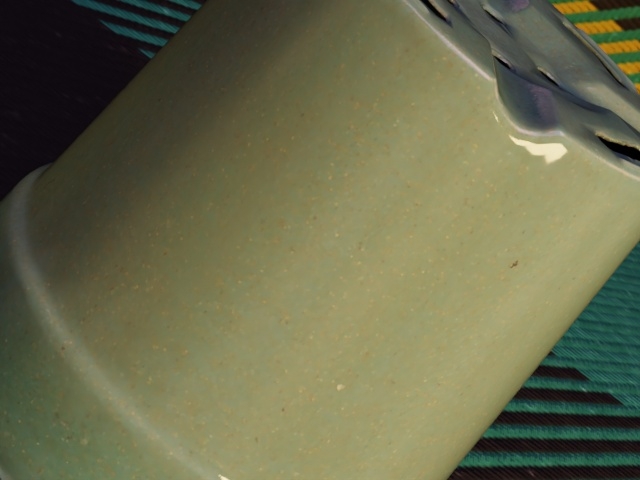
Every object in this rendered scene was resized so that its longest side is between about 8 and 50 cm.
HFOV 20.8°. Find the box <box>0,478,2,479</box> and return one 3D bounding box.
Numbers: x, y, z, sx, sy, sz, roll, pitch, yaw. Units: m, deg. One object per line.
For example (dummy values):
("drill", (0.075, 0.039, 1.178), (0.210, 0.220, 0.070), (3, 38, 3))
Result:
("box", (-0.162, 0.193, 0.551), (0.168, 0.167, 0.203), (7, 39, -55))

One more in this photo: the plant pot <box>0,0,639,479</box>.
("plant pot", (0.000, 0.000, 0.982), (0.341, 0.334, 0.341), (34, 23, -17))
